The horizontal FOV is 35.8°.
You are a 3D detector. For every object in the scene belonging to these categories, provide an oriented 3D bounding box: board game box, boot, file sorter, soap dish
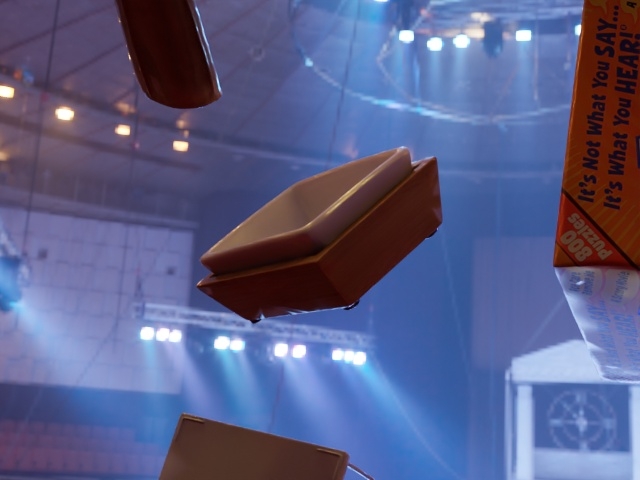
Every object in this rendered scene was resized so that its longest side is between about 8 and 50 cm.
[{"bbox_3d":[0.459,-0.061,1.002,0.357,0.356,0.356,3,-23,24],"label":"board game box"},{"bbox_3d":[-0.228,-0.299,1.140,0.089,0.269,0.236,-32,39,-26],"label":"boot"},{"bbox_3d":[-0.084,0.395,1.464,0.278,0.192,0.173,8,-21,26],"label":"file sorter"},{"bbox_3d":[0.000,0.000,1.267,0.229,0.118,0.291,-40,16,-32],"label":"soap dish"}]
